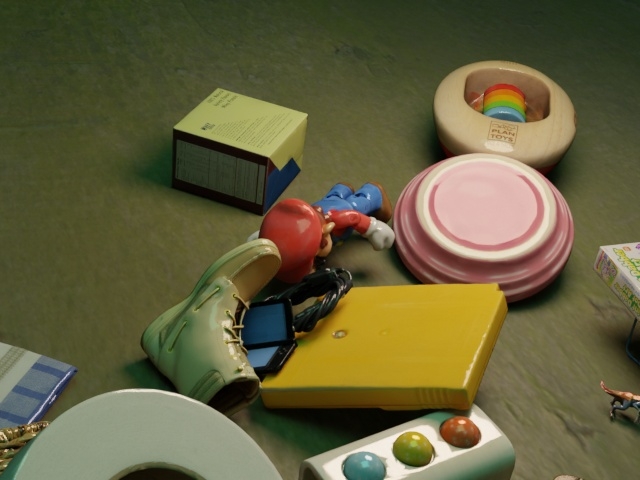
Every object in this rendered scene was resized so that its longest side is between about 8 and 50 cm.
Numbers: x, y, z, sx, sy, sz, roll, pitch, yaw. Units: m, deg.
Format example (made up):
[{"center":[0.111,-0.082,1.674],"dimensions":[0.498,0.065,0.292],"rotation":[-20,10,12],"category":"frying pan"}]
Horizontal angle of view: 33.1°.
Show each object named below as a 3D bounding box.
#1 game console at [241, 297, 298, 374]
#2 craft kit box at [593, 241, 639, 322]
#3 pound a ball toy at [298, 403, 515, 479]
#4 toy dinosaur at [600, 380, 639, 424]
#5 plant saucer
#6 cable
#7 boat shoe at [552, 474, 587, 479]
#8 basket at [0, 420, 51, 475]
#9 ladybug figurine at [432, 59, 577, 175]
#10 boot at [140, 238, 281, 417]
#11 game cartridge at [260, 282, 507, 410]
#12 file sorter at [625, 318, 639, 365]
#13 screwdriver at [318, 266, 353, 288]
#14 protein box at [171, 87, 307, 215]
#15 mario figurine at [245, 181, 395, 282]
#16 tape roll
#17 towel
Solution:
[{"center":[-0.104,0.151,1.653],"dimensions":[0.122,0.071,0.107],"rotation":[-11,24,31],"category":"game console"},{"center":[0.619,0.087,1.769],"dimensions":[0.246,0.061,0.250],"rotation":[-8,36,-18],"category":"craft kit box"},{"center":[0.158,0.328,1.430],"dimensions":[0.319,0.136,0.208],"rotation":[-14,39,-28],"category":"pound a ball toy"},{"center":[0.488,0.252,1.668],"dimensions":[0.082,0.090,0.047],"rotation":[-27,6,30],"category":"toy dinosaur"},{"center":[0.297,-0.041,1.958],"dimensions":[0.332,0.084,0.332],"rotation":[-1,53,1],"category":"plant saucer"},{"center":[-0.036,0.111,1.731],"dimensions":[0.184,0.047,0.150],"rotation":[-20,24,23],"category":"cable"},{"center":[0.381,0.372,1.491],"dimensions":[0.135,0.045,0.050],"rotation":[25,45,18],"category":"boat shoe"},{"center":[-0.443,0.304,1.273],"dimensions":[0.299,0.213,0.223],"rotation":[-15,41,-30],"category":"basket"},{"center":[0.383,-0.235,2.286],"dimensions":[0.305,0.162,0.449],"rotation":[12,34,7],"category":"ladybug figurine"},{"center":[-0.129,0.137,1.607],"dimensions":[0.262,0.095,0.203],"rotation":[-40,48,-1],"category":"boot"},{"center":[0.105,0.160,1.643],"dimensions":[0.324,0.052,0.285],"rotation":[-2,29,25],"category":"game cartridge"},{"center":[0.614,0.155,1.806],"dimensions":[0.170,0.104,0.118],"rotation":[-17,42,-32],"category":"file sorter"},{"center":[0.003,0.046,1.920],"dimensions":[0.025,0.024,0.170],"rotation":[-38,46,-10],"category":"screwdriver"},{"center":[-0.159,-0.177,2.114],"dimensions":[0.201,0.136,0.200],"rotation":[18,36,14],"category":"protein box"},{"center":[0.000,0.000,1.905],"dimensions":[0.170,0.198,0.320],"rotation":[53,36,5],"category":"mario figurine"},{"center":[-0.183,0.357,1.194],"dimensions":[0.392,0.072,0.392],"rotation":[23,49,-29],"category":"tape roll"},{"center":[-0.526,0.211,1.556],"dimensions":[0.285,0.034,0.209],"rotation":[15,35,10],"category":"towel"}]
